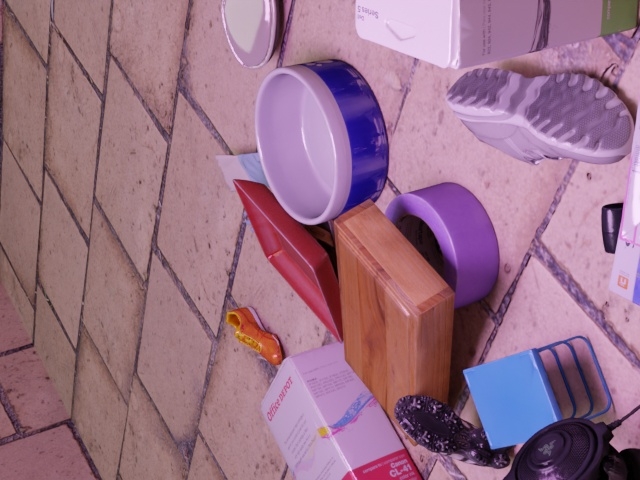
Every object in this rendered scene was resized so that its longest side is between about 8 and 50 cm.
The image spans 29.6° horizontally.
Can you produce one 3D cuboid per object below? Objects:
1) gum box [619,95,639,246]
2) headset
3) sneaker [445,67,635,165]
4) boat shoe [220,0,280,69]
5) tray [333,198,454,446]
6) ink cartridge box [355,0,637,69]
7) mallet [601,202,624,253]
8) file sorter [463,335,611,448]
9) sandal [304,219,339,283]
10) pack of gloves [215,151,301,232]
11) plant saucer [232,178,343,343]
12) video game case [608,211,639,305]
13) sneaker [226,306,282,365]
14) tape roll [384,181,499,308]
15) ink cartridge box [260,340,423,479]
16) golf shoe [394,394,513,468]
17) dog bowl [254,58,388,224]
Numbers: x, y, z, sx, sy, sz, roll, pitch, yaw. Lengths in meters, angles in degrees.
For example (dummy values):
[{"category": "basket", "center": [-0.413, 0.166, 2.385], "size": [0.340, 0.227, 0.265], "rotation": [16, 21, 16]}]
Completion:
[{"category": "gum box", "center": [0.376, -0.088, 1.240], "size": [0.062, 0.107, 0.188], "rotation": [25, 118, 48]}, {"category": "headset", "center": [0.364, 0.311, 1.475], "size": [0.185, 0.243, 0.394], "rotation": [-109, 41, -66]}, {"category": "sneaker", "center": [0.293, -0.148, 1.548], "size": [0.281, 0.105, 0.115], "rotation": [27, 161, 48]}, {"category": "boat shoe", "center": [-0.121, -0.471, 2.107], "size": [0.112, 0.095, 0.335], "rotation": [-1, 111, 24]}, {"category": "tray", "center": [0.111, 0.140, 1.865], "size": [0.203, 0.076, 0.411], "rotation": [49, 160, 30]}, {"category": "ink cartridge box", "center": [0.204, -0.295, 1.412], "size": [0.198, 0.273, 0.114], "rotation": [31, 130, 51]}, {"category": "mallet", "center": [0.412, 0.003, 1.448], "size": [0.190, 0.039, 0.062], "rotation": [23, 122, 50]}, {"category": "file sorter", "center": [0.300, 0.206, 1.670], "size": [0.170, 0.104, 0.118], "rotation": [-32, 77, 61]}, {"category": "sandal", "center": [0.000, 0.000, 2.150], "size": [0.072, 0.049, 0.180], "rotation": [-31, 77, 61]}, {"category": "pack of gloves", "center": [-0.096, -0.085, 2.303], "size": [0.232, 0.046, 0.195], "rotation": [5, 122, 60]}, {"category": "plant saucer", "center": [-0.041, 0.028, 2.148], "size": [0.259, 0.048, 0.258], "rotation": [48, 167, 35]}, {"category": "video game case", "center": [0.449, -0.007, 1.310], "size": [0.269, 0.061, 0.244], "rotation": [32, 126, 47]}, {"category": "sneaker", "center": [-0.136, 0.202, 2.473], "size": [0.175, 0.067, 0.064], "rotation": [42, 136, 42]}, {"category": "tape roll", "center": [0.177, 0.012, 1.815], "size": [0.189, 0.080, 0.189], "rotation": [35, 133, 48]}, {"category": "ink cartridge box", "center": [0.031, 0.369, 2.199], "size": [0.306, 0.131, 0.226], "rotation": [62, 150, 23]}, {"category": "golf shoe", "center": [0.192, 0.298, 1.846], "size": [0.077, 0.198, 0.094], "rotation": [-65, 9, -17]}, {"category": "dog bowl", "center": [-0.002, -0.165, 2.014], "size": [0.265, 0.104, 0.265], "rotation": [36, 134, 49]}]
